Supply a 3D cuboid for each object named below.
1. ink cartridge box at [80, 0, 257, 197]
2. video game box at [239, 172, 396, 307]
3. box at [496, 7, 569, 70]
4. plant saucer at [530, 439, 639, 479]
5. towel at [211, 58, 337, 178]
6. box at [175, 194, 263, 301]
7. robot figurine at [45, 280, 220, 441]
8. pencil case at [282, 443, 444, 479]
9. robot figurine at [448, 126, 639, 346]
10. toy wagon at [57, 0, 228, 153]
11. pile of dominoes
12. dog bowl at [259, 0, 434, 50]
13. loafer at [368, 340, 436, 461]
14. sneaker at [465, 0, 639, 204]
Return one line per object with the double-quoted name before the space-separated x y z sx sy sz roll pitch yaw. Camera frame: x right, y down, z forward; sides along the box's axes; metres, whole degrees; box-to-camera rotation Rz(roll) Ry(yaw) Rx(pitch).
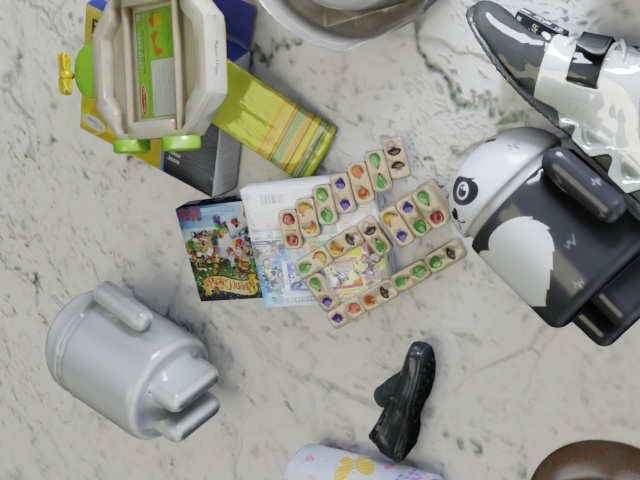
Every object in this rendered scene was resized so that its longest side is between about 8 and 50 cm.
"ink cartridge box" -0.246 -0.261 1.767 0.303 0.072 0.307 28 128 28
"video game box" 0.000 0.000 1.644 0.205 0.048 0.187 -4 105 20
"box" 0.256 -0.230 1.375 0.067 0.018 0.083 35 129 23
"plant saucer" 0.406 0.419 1.537 0.310 0.050 0.311 18 120 35
"towel" -0.094 -0.185 1.651 0.237 0.021 0.102 33 119 3
"box" -0.102 0.009 1.754 0.233 0.044 0.159 -6 106 31
"robot figurine" -0.337 0.212 1.977 0.353 0.199 0.300 27 130 29
"pencil case" 0.069 0.400 1.775 0.273 0.113 0.124 3 122 40
"robot figurine" 0.279 -0.007 1.352 0.278 0.173 0.209 47 115 13
"toy wagon" -0.267 -0.262 1.672 0.344 0.068 0.267 2 95 45
"pile of dominoes" 0.061 -0.004 1.574 0.251 0.040 0.196 -32 96 25
"dog bowl" 0.040 -0.418 1.416 0.348 0.102 0.349 19 122 33
"loafer" 0.115 0.234 1.680 0.078 0.076 0.223 27 130 20
"sneaker" 0.315 -0.184 1.284 0.330 0.122 0.146 43 111 7
